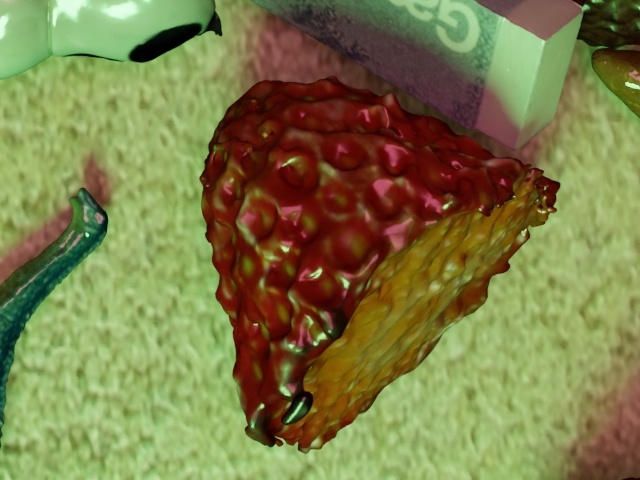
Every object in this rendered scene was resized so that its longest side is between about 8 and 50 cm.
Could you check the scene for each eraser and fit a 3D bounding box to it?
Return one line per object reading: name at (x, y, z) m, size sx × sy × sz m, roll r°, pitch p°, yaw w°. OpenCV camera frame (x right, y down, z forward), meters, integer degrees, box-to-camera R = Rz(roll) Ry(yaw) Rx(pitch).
eraser at (0.044, -0.141, 1.086) m, size 0.212 × 0.092 × 0.046 m, roll 32°, pitch 49°, yaw 22°

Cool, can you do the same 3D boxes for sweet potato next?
sweet potato at (0.257, -0.071, 1.164) m, size 0.202 × 0.058 × 0.055 m, roll 17°, pitch 48°, yaw -8°

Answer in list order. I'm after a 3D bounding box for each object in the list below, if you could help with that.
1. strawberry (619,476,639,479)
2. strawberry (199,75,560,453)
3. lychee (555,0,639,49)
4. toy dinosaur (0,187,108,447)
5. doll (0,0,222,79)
strawberry at (0.239, 0.238, 1.117) m, size 0.244 × 0.205 × 0.205 m, roll 1°, pitch 92°, yaw -24°
strawberry at (0.000, 0.000, 1.095) m, size 0.234 × 0.234 × 0.178 m, roll -45°, pitch 71°, yaw -1°
lychee at (0.178, -0.203, 1.092) m, size 0.194 × 0.194 × 0.194 m, roll 0°, pitch 92°, yaw -3°
toy dinosaur at (-0.243, 0.128, 1.130) m, size 0.147 × 0.076 × 0.363 m, roll 16°, pitch 87°, yaw -10°
doll at (-0.151, -0.152, 1.108) m, size 0.181 × 0.110 × 0.107 m, roll -7°, pitch 112°, yaw -4°
